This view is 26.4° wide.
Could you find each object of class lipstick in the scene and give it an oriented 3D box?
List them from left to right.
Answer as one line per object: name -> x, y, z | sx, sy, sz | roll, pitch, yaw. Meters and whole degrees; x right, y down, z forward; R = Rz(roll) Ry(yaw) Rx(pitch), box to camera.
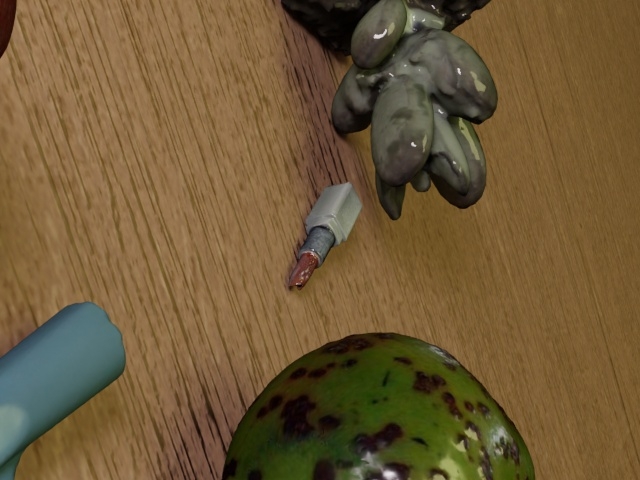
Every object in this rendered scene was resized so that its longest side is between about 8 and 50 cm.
lipstick -> 0.000, 0.000, 0.959 | 0.025, 0.025, 0.107 | 61, 34, -27

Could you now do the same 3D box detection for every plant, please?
plant -> 0.054, -0.153, 1.019 | 0.146, 0.149, 0.274 | 5, 69, -46

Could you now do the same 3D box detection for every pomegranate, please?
pomegranate -> 0.054, 0.159, 0.749 | 0.202, 0.248, 0.202 | -41, 139, -50

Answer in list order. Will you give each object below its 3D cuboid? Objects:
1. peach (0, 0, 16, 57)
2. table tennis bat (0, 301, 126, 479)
peach -> -0.185, -0.082, 0.511 | 0.152, 0.152, 0.152 | 40, 43, -51
table tennis bat -> -0.175, 0.110, 0.533 | 0.329, 0.044, 0.215 | -45, 118, -59
